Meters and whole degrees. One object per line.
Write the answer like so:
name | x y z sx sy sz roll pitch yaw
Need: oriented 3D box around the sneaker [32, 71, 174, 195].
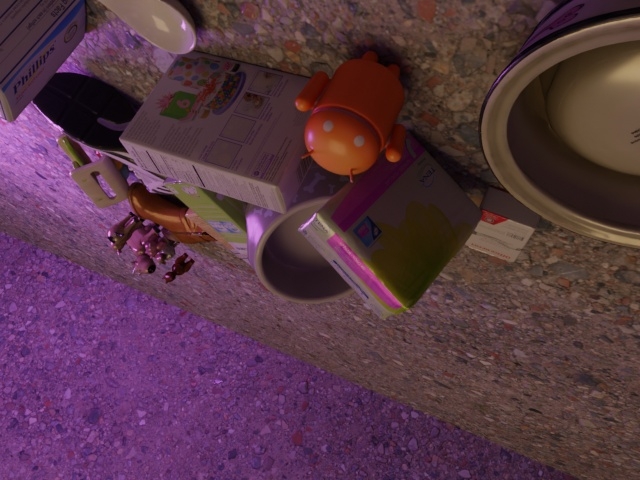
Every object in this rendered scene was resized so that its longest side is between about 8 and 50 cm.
sneaker | -0.512 -0.234 1.428 0.447 0.169 0.257 28 155 -10

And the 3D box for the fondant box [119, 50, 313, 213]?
fondant box | -0.168 -0.213 1.041 0.330 0.238 0.096 19 157 16

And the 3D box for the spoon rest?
spoon rest | -0.334 -0.427 0.963 0.276 0.084 0.137 40 153 -27

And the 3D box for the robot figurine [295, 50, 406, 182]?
robot figurine | 0.056 -0.194 0.878 0.128 0.220 0.158 4 147 42

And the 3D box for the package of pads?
package of pads | 0.138 -0.031 0.980 0.229 0.296 0.101 47 146 -3

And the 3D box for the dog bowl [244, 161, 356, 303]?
dog bowl | 0.000 0.000 1.222 0.348 0.102 0.349 -8 132 -9

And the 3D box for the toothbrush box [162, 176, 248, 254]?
toothbrush box | -0.184 -0.123 1.281 0.122 0.206 0.283 3 148 43

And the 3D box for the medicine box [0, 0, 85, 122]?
medicine box | -0.652 -0.425 1.059 0.289 0.264 0.149 32 156 -13

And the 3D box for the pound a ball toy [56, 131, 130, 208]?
pound a ball toy | -0.660 -0.255 1.609 0.208 0.135 0.319 63 168 14

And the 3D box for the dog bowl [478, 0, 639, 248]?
dog bowl | 0.417 -0.157 0.684 0.407 0.151 0.408 21 155 10

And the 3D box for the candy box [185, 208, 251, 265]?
candy box | -0.172 -0.048 1.450 0.316 0.183 0.087 40 154 -29

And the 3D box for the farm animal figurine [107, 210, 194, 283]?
farm animal figurine | -0.619 0.022 1.930 0.330 0.172 0.327 47 178 -37

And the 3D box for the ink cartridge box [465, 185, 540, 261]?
ink cartridge box | 0.361 -0.030 1.105 0.109 0.063 0.150 21 156 12

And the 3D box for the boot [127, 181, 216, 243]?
boot | -0.462 -0.082 1.774 0.220 0.109 0.284 3 140 31
